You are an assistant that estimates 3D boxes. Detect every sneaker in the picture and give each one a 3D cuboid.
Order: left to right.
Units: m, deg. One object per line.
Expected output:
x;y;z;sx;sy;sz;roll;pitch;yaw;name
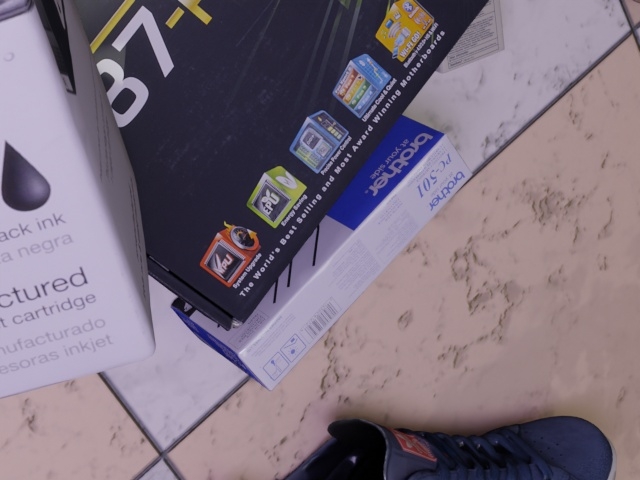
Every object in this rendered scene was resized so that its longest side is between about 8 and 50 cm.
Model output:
0.083;0.186;1.253;0.350;0.131;0.148;-21;124;-27;sneaker

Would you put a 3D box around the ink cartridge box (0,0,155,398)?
-0.266;-0.096;0.769;0.285;0.166;0.395;-15;130;0;ink cartridge box

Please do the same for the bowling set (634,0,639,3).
0.310;-0.260;1.252;0.287;0.154;0.200;39;65;-37;bowling set

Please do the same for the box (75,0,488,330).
-0.056;-0.188;1.004;0.318;0.097;0.395;40;88;-32;box

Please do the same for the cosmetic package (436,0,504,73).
0.091;-0.183;1.168;0.060;0.041;0.115;-22;119;-25;cosmetic package

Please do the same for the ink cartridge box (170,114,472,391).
0.000;0.000;1.142;0.207;0.097;0.046;-46;128;-10;ink cartridge box
